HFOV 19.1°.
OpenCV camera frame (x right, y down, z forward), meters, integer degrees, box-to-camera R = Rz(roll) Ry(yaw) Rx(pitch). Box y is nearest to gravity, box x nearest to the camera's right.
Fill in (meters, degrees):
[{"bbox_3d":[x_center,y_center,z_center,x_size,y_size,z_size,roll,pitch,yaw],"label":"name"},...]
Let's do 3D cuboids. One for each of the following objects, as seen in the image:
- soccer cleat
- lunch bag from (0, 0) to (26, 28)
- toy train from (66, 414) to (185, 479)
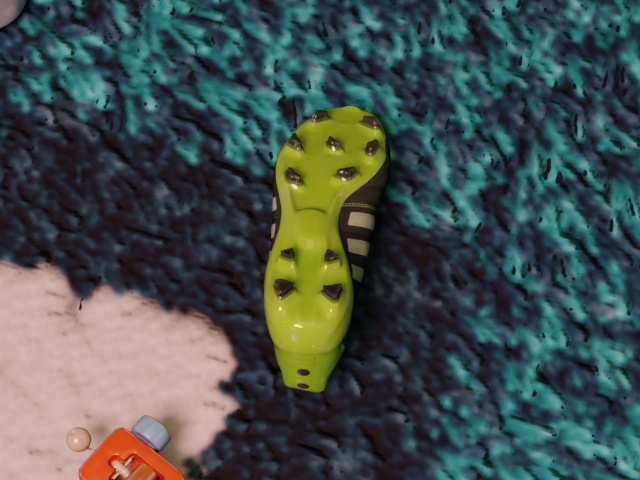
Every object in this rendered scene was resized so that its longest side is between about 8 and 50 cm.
[{"bbox_3d":[0.000,0.000,0.994,0.060,0.072,0.179,8,44,5],"label":"soccer cleat"},{"bbox_3d":[-0.275,-0.200,1.069,0.219,0.090,0.176,-3,63,-2],"label":"lunch bag"},{"bbox_3d":[-0.103,0.174,0.922,0.125,0.046,0.166,31,66,14],"label":"toy train"}]
